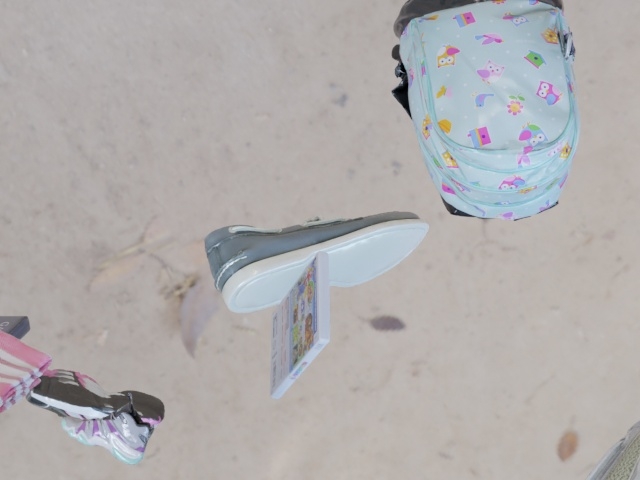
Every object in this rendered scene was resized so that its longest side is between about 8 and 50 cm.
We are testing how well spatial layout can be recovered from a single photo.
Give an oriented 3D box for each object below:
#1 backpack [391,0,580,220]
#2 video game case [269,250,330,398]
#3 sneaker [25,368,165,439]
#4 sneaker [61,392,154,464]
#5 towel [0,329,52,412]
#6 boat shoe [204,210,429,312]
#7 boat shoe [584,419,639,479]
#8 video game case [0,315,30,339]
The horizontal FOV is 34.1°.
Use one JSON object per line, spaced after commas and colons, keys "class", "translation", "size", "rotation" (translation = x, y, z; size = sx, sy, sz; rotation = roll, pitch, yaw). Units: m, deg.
{"class": "backpack", "translation": [0.127, -0.107, 0.792], "size": [0.152, 0.181, 0.115], "rotation": [-8, 154, 9]}
{"class": "video game case", "translation": [-0.019, 0.076, 0.922], "size": [0.011, 0.087, 0.122], "rotation": [12, 145, -18]}
{"class": "sneaker", "translation": [-0.298, 0.230, 1.354], "size": [0.178, 0.072, 0.077], "rotation": [20, 113, -9]}
{"class": "sneaker", "translation": [-0.229, 0.196, 1.148], "size": [0.098, 0.038, 0.069], "rotation": [24, 92, -2]}
{"class": "towel", "translation": [-0.316, 0.096, 0.810], "size": [0.029, 0.144, 0.197], "rotation": [-57, 174, 24]}
{"class": "boat shoe", "translation": [0.000, 0.000, 1.306], "size": [0.320, 0.099, 0.116], "rotation": [-15, 147, -35]}
{"class": "boat shoe", "translation": [0.140, 0.205, 0.528], "size": [0.320, 0.118, 0.103], "rotation": [-53, -179, -22]}
{"class": "video game case", "translation": [-0.537, 0.145, 1.323], "size": [0.274, 0.196, 0.026], "rotation": [1, 112, 12]}
